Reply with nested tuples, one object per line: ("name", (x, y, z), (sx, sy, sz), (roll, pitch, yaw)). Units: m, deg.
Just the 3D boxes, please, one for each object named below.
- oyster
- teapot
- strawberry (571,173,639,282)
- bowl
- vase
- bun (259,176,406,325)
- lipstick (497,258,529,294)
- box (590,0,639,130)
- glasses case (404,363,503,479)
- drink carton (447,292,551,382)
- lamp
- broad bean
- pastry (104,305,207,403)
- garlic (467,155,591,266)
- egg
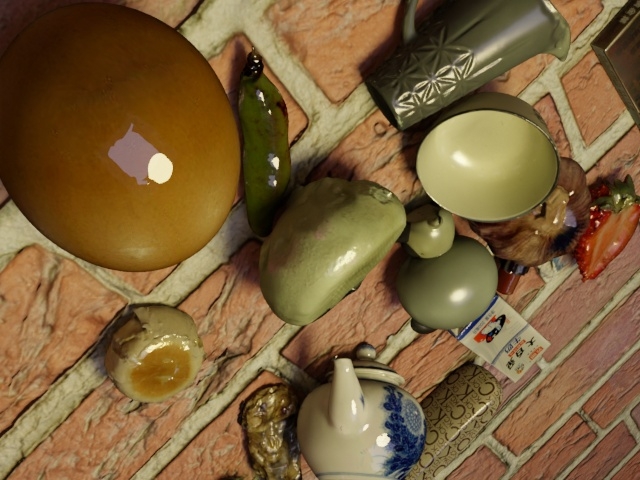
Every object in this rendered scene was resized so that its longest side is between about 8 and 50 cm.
("oyster", (-0.079, 0.426, 1.538), (0.128, 0.078, 0.345), (-28, 129, -26))
("teapot", (0.083, 0.339, 1.484), (0.252, 0.280, 0.424), (-2, 154, 15))
("strawberry", (0.623, -0.027, 1.674), (0.174, 0.098, 0.228), (-22, 133, -18))
("bowl", (0.288, -0.159, 1.291), (0.237, 0.126, 0.238), (9, 136, 9))
("vase", (0.213, -0.309, 1.191), (0.301, 0.156, 0.251), (-36, 106, 0))
("bun", (0.000, 0.000, 1.221), (0.283, 0.179, 0.283), (-44, 169, -11))
("lipstick", (0.434, -0.023, 1.560), (0.081, 0.081, 0.300), (2, 116, -35))
("box", (0.672, -0.357, 1.516), (0.180, 0.047, 0.325), (-49, 133, 5))
("glasses case", (0.268, 0.431, 1.719), (0.355, 0.137, 0.085), (-46, 127, 1))
("drink carton", (0.378, 0.194, 1.656), (0.130, 0.106, 0.315), (-48, 135, 6))
("lamp", (0.227, 0.050, 1.418), (0.197, 0.198, 0.244), (-30, 110, -14))
("broad bean", (-0.084, -0.140, 1.150), (0.077, 0.061, 0.339), (-15, 126, -18))
("pastry", (-0.269, 0.187, 1.234), (0.166, 0.088, 0.166), (-18, 128, -25))
("garlic", (0.399, -0.055, 1.421), (0.245, 0.160, 0.245), (-1, 116, -2))
("egg", (-0.240, -0.114, 0.915), (0.282, 0.282, 0.351), (-30, 142, -13))
